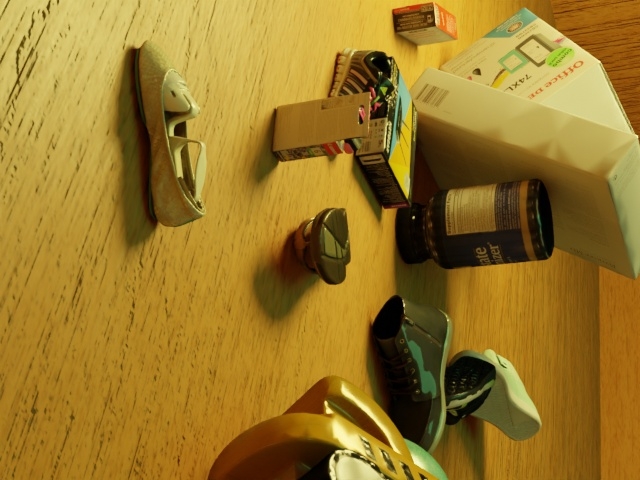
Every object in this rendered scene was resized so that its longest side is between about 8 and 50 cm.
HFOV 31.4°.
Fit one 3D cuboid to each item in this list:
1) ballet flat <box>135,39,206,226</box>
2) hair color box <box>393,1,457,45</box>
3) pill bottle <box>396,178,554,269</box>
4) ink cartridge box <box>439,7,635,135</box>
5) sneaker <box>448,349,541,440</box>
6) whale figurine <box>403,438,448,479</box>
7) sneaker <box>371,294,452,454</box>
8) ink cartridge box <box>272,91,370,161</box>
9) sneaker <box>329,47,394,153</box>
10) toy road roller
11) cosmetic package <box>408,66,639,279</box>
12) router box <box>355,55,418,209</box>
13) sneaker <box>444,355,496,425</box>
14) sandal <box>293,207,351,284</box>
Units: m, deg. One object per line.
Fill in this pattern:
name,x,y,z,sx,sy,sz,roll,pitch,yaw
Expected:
ballet flat,-0.127,-0.096,1.007,0.057,0.052,0.168,-4,87,-70
hair color box,0.174,-0.354,1.866,0.141,0.072,0.043,-4,88,-70
pill bottle,0.231,-0.021,1.705,0.123,0.219,0.122,-7,90,-69
ink cartridge box,0.382,-0.241,2.015,0.197,0.198,0.270,53,1,-37
sneaker,0.281,0.237,1.987,0.256,0.094,0.151,45,15,-38
whale figurine,0.068,0.338,1.204,0.216,0.141,0.272,20,59,-33
sneaker,0.111,0.189,1.555,0.118,0.083,0.222,25,66,-45
ink cartridge box,0.005,-0.127,1.279,0.029,0.115,0.062,51,38,-55
sneaker,0.058,-0.190,1.499,0.063,0.075,0.170,59,32,-49
toy road roller,0.046,0.275,1.053,0.330,0.202,0.240,35,24,-22
cosmetic package,0.333,-0.107,1.800,0.097,0.377,0.284,-53,144,-17
router box,0.098,-0.155,1.639,0.133,0.046,0.178,58,32,-50
sneaker,0.214,0.250,1.774,0.235,0.084,0.097,-8,115,-59
sandal,0.000,0.000,1.325,0.219,0.060,0.089,-61,149,-80
